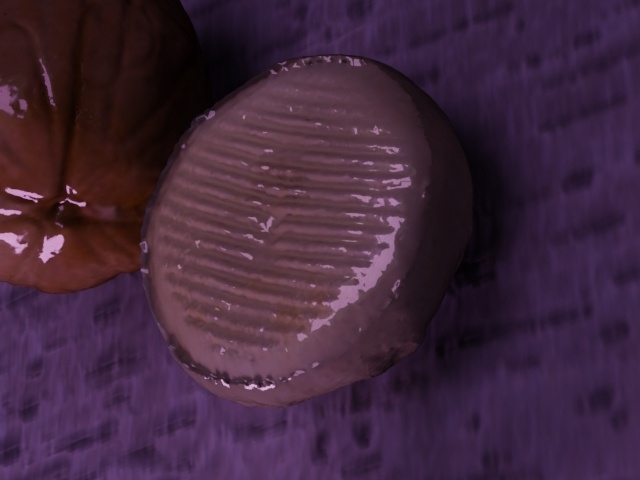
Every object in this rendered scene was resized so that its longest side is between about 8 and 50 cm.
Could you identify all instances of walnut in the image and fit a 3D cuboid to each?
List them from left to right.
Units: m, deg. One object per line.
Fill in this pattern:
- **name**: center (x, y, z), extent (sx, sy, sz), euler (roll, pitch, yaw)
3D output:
- **walnut**: center (-0.215, -0.106, 1.408), extent (0.252, 0.277, 0.313), euler (-16, 29, 6)

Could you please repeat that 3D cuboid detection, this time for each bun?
- **bun**: center (0.000, 0.000, 1.230), extent (0.287, 0.146, 0.287), euler (-18, 61, 36)
